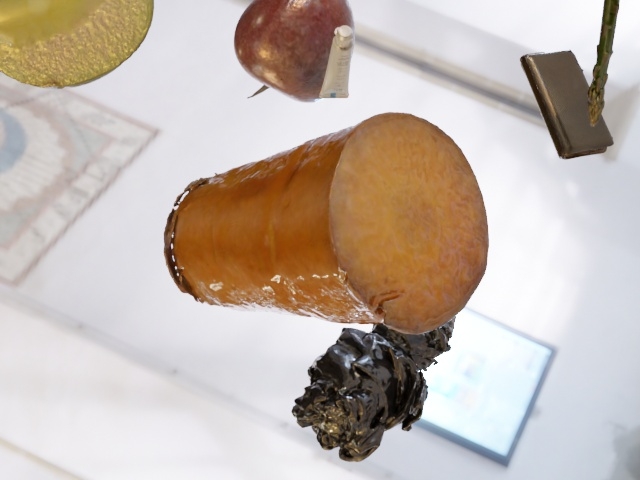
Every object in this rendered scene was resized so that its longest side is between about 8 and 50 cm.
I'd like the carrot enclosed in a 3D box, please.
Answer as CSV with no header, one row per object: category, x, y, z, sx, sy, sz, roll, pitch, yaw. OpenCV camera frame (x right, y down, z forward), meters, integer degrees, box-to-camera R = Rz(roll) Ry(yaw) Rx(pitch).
carrot,0.000,0.000,1.140,0.254,0.196,0.196,-11,40,47

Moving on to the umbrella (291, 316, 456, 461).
umbrella,0.084,0.142,1.563,0.336,0.154,0.128,-54,-44,-51

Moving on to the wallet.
wallet,0.421,-0.235,2.126,0.110,0.198,0.031,-11,-20,-23

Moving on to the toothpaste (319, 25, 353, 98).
toothpaste,0.029,-0.269,1.906,0.190,0.048,0.031,101,167,-66

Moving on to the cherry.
cherry,-0.050,-0.385,2.452,0.285,0.213,0.236,-50,-42,10

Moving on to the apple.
apple,-0.333,-0.300,1.641,0.120,0.265,0.193,-38,-69,-75

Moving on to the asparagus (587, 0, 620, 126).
asparagus,0.400,-0.276,1.743,0.034,0.027,0.236,59,-140,-76
